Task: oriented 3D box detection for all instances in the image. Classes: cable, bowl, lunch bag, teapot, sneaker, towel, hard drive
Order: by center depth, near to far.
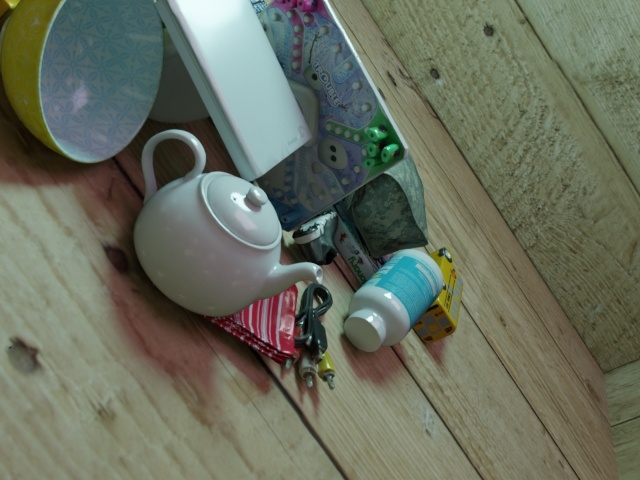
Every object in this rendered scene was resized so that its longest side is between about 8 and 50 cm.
[{"bbox_3d":[-0.378,-0.272,1.032,0.156,0.289,0.289,18,20,16],"label":"bowl"},{"bbox_3d":[-0.156,-0.021,1.087,0.256,0.187,0.252,19,38,-40],"label":"teapot"},{"bbox_3d":[-0.133,-0.275,1.158,0.203,0.040,0.307,-46,115,-50],"label":"hard drive"},{"bbox_3d":[-0.150,0.078,1.198,0.275,0.031,0.199,36,32,-23],"label":"towel"},{"bbox_3d":[-0.034,0.169,1.356,0.139,0.072,0.287,29,22,-17],"label":"cable"},{"bbox_3d":[0.000,0.000,1.553,0.234,0.078,0.106,-50,121,-70],"label":"sneaker"},{"bbox_3d":[0.145,-0.140,1.665,0.235,0.169,0.287,-87,156,-45],"label":"lunch bag"}]

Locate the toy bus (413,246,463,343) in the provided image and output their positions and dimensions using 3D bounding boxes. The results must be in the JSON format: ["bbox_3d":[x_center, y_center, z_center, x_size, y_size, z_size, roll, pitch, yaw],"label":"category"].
[{"bbox_3d":[0.324,0.141,1.936,0.130,0.108,0.332,54,26,-11],"label":"toy bus"}]

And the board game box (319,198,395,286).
[{"bbox_3d":[0.109,0.010,1.756,0.305,0.053,0.193,58,26,-1],"label":"board game box"}]

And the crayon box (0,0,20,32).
[{"bbox_3d":[-0.518,-0.444,1.091,0.203,0.083,0.323,51,27,-15],"label":"crayon box"}]

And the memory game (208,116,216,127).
[{"bbox_3d":[-0.207,-0.288,1.562,0.186,0.012,0.186,42,29,-31],"label":"memory game"}]

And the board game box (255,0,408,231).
[{"bbox_3d":[-0.062,-0.247,1.351,0.050,0.390,0.390,-26,87,-44],"label":"board game box"}]

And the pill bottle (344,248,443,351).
[{"bbox_3d":[0.160,0.139,1.556,0.146,0.146,0.264,56,45,-6],"label":"pill bottle"}]

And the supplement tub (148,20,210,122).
[{"bbox_3d":[-0.284,-0.413,1.301,0.235,0.235,0.325,20,45,-53],"label":"supplement tub"}]

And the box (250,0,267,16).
[{"bbox_3d":[-0.166,-0.483,1.750,0.318,0.097,0.395,51,24,-11],"label":"box"}]
